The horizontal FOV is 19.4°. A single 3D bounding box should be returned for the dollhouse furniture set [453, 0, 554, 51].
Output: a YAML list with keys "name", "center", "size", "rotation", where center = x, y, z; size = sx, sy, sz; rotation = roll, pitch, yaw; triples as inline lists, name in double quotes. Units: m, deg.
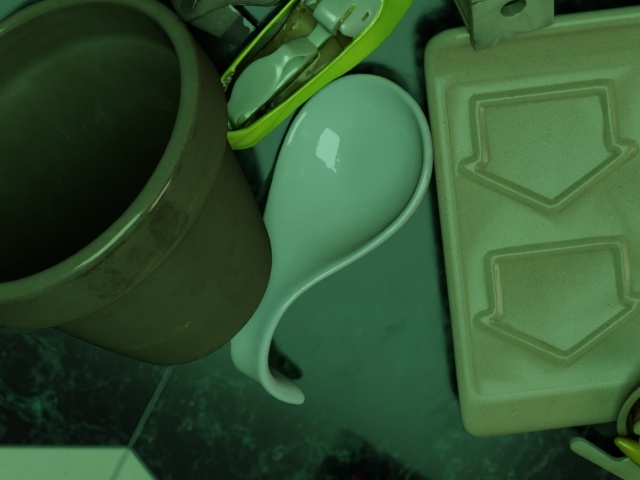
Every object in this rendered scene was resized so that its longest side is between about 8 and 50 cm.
- name: "dollhouse furniture set"
  center: [0.174, -0.254, 1.384]
  size: [0.183, 0.129, 0.129]
  rotation: [-19, 62, -3]

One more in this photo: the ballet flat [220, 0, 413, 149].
- name: "ballet flat"
  center: [-0.007, -0.157, 1.457]
  size: [0.231, 0.077, 0.077]
  rotation: [-44, 84, 8]

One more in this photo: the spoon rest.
- name: "spoon rest"
  center: [0.000, 0.000, 1.483]
  size: [0.137, 0.084, 0.276]
  rotation: [31, 105, 32]

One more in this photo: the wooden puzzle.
- name: "wooden puzzle"
  center: [0.256, -0.023, 1.505]
  size: [0.322, 0.080, 0.348]
  rotation: [-7, 107, 0]

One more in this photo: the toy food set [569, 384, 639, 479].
- name: "toy food set"
  center: [0.305, 0.148, 1.506]
  size: [0.132, 0.038, 0.192]
  rotation: [28, 125, -28]

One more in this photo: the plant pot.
- name: "plant pot"
  center: [-0.148, -0.020, 1.397]
  size: [0.263, 0.263, 0.229]
  rotation: [-36, 138, 6]

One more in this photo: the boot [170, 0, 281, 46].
- name: "boot"
  center: [-0.065, -0.213, 1.468]
  size: [0.087, 0.042, 0.118]
  rotation: [44, 91, -2]

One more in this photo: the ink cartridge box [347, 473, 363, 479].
- name: "ink cartridge box"
  center: [0.068, 0.305, 1.542]
  size: [0.176, 0.128, 0.127]
  rotation: [32, 100, -9]
